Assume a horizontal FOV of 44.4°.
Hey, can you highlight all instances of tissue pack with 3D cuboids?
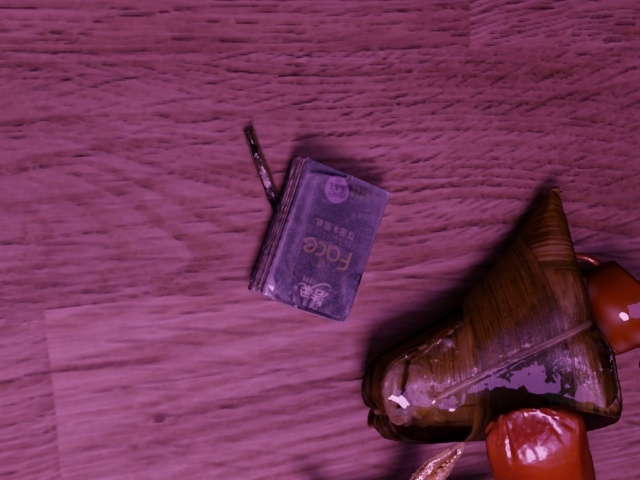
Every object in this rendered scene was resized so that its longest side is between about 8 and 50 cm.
[{"bbox_3d":[0.000,0.000,0.846,0.112,0.051,0.156,21,86,-28],"label":"tissue pack"}]

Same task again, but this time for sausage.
[{"bbox_3d":[0.247,0.268,0.840,0.097,0.348,0.094,-11,53,16],"label":"sausage"}]

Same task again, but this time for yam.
[{"bbox_3d":[-0.060,-0.071,0.844,0.014,0.014,0.107,-23,102,-16],"label":"yam"}]

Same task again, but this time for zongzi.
[{"bbox_3d":[0.181,0.078,0.888,0.286,0.134,0.288,-1,79,-13],"label":"zongzi"}]

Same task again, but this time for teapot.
[{"bbox_3d":[0.347,0.088,0.952,0.173,0.116,0.116,44,78,10],"label":"teapot"}]

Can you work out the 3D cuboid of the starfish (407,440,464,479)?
[{"bbox_3d":[0.102,0.317,0.870,0.277,0.062,0.236,35,103,-23],"label":"starfish"}]
